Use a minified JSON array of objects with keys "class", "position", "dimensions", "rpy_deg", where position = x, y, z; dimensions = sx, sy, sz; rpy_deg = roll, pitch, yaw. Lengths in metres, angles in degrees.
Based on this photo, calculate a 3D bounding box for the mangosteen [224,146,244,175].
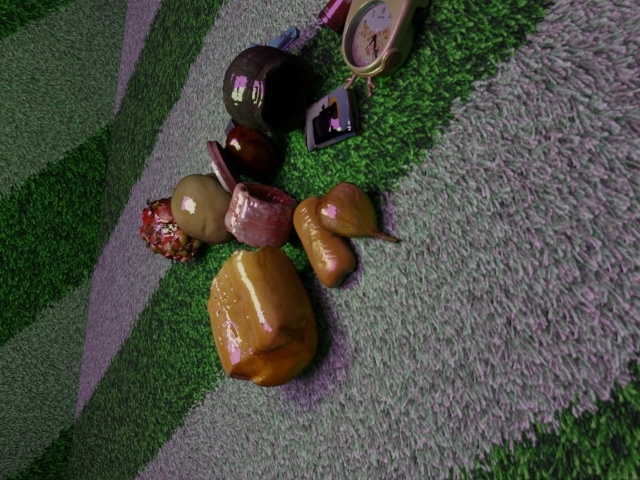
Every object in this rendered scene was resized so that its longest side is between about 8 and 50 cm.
[{"class":"mangosteen","position":[-0.334,-0.308,2.054],"dimensions":[0.151,0.137,0.137],"rpy_deg":[-6,79,27]}]

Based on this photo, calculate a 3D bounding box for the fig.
[{"class":"fig","position":[0.110,-0.058,1.489],"dimensions":[0.257,0.159,0.159],"rpy_deg":[32,111,28]}]

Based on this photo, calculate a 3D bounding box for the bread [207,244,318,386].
[{"class":"bread","position":[-0.168,0.257,1.690],"dimensions":[0.361,0.250,0.394],"rpy_deg":[-52,52,36]}]

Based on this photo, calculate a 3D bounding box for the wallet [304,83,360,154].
[{"class":"wallet","position":[0.026,-0.378,1.677],"dimensions":[0.231,0.069,0.170],"rpy_deg":[-13,79,50]}]

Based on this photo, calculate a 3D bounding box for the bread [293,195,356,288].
[{"class":"bread","position":[0.000,0.000,1.638],"dimensions":[0.142,0.091,0.305],"rpy_deg":[-49,50,28]}]

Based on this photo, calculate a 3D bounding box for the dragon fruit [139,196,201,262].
[{"class":"dragon fruit","position":[-0.611,-0.045,2.281],"dimensions":[0.291,0.250,0.269],"rpy_deg":[43,126,29]}]

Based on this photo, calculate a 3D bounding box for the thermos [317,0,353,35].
[{"class":"thermos","position":[0.095,-0.741,1.605],"dimensions":[0.232,0.124,0.099],"rpy_deg":[-48,53,27]}]

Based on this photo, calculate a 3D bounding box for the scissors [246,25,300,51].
[{"class":"scissors","position":[-0.180,-0.660,1.914],"dimensions":[0.393,0.032,0.180],"rpy_deg":[-12,94,57]}]

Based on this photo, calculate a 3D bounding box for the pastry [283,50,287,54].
[{"class":"pastry","position":[-0.175,-0.673,1.980],"dimensions":[0.140,0.056,0.080],"rpy_deg":[4,99,49]}]

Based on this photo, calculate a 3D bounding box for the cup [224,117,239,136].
[{"class":"cup","position":[-0.331,-0.452,2.138],"dimensions":[0.077,0.078,0.100],"rpy_deg":[-40,21,46]}]

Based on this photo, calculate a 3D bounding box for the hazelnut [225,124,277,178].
[{"class":"hazelnut","position":[-0.241,-0.323,1.904],"dimensions":[0.178,0.204,0.178],"rpy_deg":[-38,28,25]}]

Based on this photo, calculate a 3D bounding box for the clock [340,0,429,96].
[{"class":"clock","position":[0.159,-0.562,1.512],"dimensions":[0.235,0.096,0.308],"rpy_deg":[32,109,46]}]

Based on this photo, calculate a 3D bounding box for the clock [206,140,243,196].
[{"class":"clock","position":[-0.332,-0.238,1.874],"dimensions":[0.056,0.244,0.244],"rpy_deg":[-28,55,3]}]

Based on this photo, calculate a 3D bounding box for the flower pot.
[{"class":"flower pot","position":[-0.163,-0.494,1.780],"dimensions":[0.213,0.302,0.302],"rpy_deg":[28,107,33]}]

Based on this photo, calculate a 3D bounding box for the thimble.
[{"class":"thimble","position":[-0.193,-0.081,1.776],"dimensions":[0.239,0.239,0.162],"rpy_deg":[43,118,46]}]

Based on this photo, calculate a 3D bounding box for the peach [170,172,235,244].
[{"class":"peach","position":[-0.413,-0.118,2.015],"dimensions":[0.247,0.292,0.292],"rpy_deg":[-25,63,20]}]
